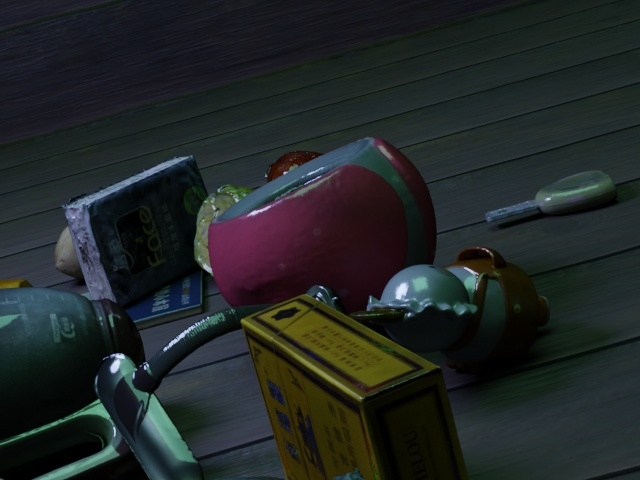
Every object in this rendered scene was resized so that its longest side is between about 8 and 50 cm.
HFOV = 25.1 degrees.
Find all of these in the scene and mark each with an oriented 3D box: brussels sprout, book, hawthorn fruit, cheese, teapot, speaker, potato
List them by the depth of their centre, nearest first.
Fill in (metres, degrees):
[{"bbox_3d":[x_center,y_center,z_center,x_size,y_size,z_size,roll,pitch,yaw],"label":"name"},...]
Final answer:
[{"bbox_3d":[-0.350,0.188,1.669,0.312,0.233,0.315,-13,45,-12],"label":"teapot"},{"bbox_3d":[0.000,0.000,1.818,0.294,0.294,0.294,-14,17,4],"label":"speaker"},{"bbox_3d":[0.336,-0.058,2.108,0.192,0.037,0.097,-16,15,-1],"label":"cheese"},{"bbox_3d":[-0.111,-0.007,2.197,0.122,0.151,0.149,8,-30,-41],"label":"brussels sprout"},{"bbox_3d":[-0.334,0.109,2.197,0.322,0.018,0.228,-16,17,0],"label":"book"},{"bbox_3d":[-0.007,-0.072,2.290,0.172,0.148,0.148,0,16,-4],"label":"hawthorn fruit"},{"bbox_3d":[-0.376,0.010,2.407,0.147,0.112,0.112,-11,15,-14],"label":"potato"}]

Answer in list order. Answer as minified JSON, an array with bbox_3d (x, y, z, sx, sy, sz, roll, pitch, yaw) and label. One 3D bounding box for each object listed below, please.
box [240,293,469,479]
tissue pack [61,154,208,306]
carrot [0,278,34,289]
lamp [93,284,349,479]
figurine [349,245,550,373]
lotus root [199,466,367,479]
[{"bbox_3d":[0.033,0.179,1.344,0.084,0.192,0.301,-20,17,-19],"label":"box"},{"bbox_3d":[-0.268,-0.016,2.212,0.073,0.173,0.235,-1,20,45],"label":"tissue pack"},{"bbox_3d":[-0.553,0.139,2.099,0.302,0.114,0.114,-20,16,9],"label":"carrot"},{"bbox_3d":[-0.082,0.167,1.594,0.283,0.203,0.124,-12,-31,-29],"label":"lamp"},{"bbox_3d":[0.148,0.087,1.628,0.271,0.143,0.143,-17,14,-37],"label":"figurine"},{"bbox_3d":[-0.110,0.288,1.188,0.350,0.175,0.175,-16,17,-8],"label":"lotus root"}]
